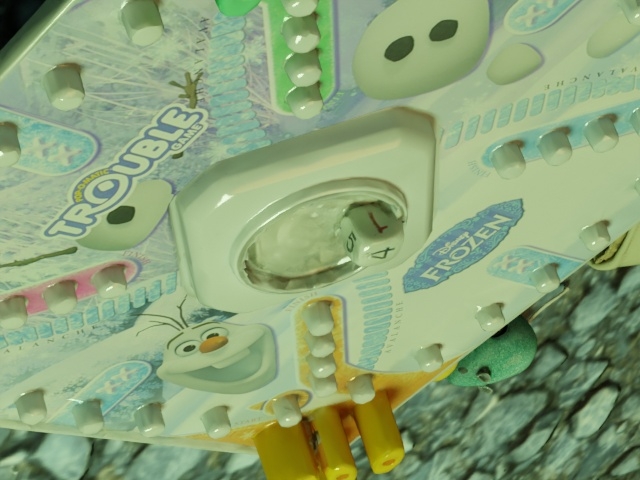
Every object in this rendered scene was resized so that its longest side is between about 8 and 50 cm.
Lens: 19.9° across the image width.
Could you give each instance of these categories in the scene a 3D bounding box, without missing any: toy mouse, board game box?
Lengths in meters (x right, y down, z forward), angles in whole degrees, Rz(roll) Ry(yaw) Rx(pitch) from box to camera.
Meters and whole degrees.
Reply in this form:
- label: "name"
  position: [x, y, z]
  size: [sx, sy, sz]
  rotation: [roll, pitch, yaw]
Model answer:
- label: "toy mouse"
  position: [0.114, 0.048, 1.125]
  size: [0.143, 0.031, 0.161]
  rotation: [-6, 130, -41]
- label: "board game box"
  position: [0.000, 0.000, 0.819]
  size: [0.390, 0.050, 0.390]
  rotation: [13, 136, -45]

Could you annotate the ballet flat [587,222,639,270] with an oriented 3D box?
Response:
- label: "ballet flat"
  position: [0.180, -0.071, 1.036]
  size: [0.086, 0.086, 0.248]
  rotation: [-29, 143, -20]
